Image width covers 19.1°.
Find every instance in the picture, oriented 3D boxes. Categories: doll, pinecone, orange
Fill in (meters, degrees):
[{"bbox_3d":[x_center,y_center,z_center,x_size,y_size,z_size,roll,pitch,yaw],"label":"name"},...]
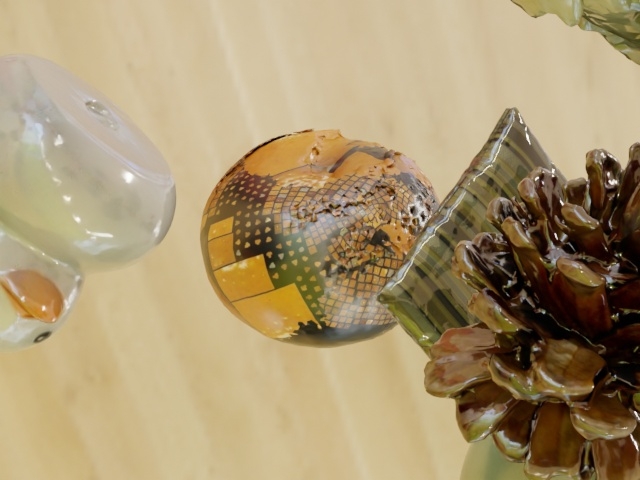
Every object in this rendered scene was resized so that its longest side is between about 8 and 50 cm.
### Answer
[{"bbox_3d":[-0.235,-0.022,1.520,0.251,0.221,0.221,60,-4,49],"label":"doll"},{"bbox_3d":[0.157,0.041,1.061,0.150,0.179,0.195,-36,151,-80],"label":"pinecone"},{"bbox_3d":[0.000,0.000,1.769,0.234,0.234,0.182,-51,149,-52],"label":"orange"}]

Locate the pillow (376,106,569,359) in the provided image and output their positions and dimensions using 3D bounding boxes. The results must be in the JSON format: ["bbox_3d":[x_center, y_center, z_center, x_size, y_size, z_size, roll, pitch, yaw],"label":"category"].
[{"bbox_3d":[0.125,0.006,1.460,0.113,0.038,0.203,50,62,-24],"label":"pillow"}]

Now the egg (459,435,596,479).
[{"bbox_3d":[0.198,0.192,1.228,0.283,0.203,0.203,53,-15,55],"label":"egg"}]

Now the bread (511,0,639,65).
[{"bbox_3d":[0.160,-0.138,0.552,0.250,0.279,0.225,23,51,-45],"label":"bread"}]
